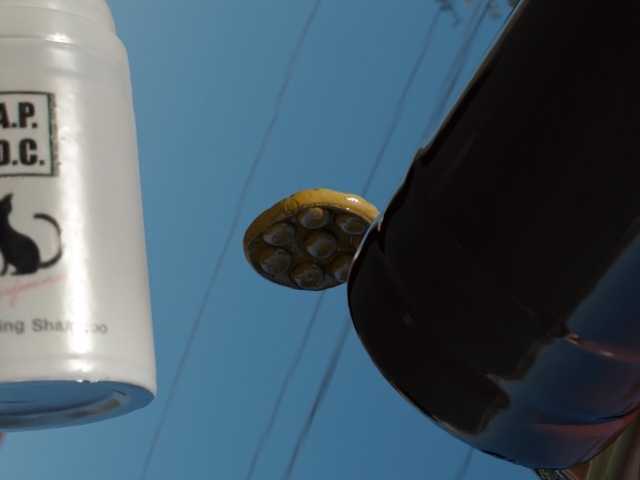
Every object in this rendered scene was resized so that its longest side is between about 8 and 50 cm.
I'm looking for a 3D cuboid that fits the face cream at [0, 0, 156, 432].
[{"bbox_3d":[-0.184,-0.080,0.769,0.145,0.145,0.370,-34,-120,55],"label":"face cream"}]

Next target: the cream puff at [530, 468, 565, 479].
[{"bbox_3d":[0.357,0.287,1.655,0.183,0.183,0.169,-59,-169,22],"label":"cream puff"}]

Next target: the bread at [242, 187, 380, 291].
[{"bbox_3d":[0.000,0.000,0.910,0.110,0.110,0.024,-48,-143,41],"label":"bread"}]

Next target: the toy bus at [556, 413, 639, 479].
[{"bbox_3d":[0.242,0.096,0.649,0.287,0.194,0.232,30,-87,45],"label":"toy bus"}]

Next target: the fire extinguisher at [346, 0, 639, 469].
[{"bbox_3d":[0.128,-0.095,0.329,0.344,0.102,0.138,-58,-172,33],"label":"fire extinguisher"}]
